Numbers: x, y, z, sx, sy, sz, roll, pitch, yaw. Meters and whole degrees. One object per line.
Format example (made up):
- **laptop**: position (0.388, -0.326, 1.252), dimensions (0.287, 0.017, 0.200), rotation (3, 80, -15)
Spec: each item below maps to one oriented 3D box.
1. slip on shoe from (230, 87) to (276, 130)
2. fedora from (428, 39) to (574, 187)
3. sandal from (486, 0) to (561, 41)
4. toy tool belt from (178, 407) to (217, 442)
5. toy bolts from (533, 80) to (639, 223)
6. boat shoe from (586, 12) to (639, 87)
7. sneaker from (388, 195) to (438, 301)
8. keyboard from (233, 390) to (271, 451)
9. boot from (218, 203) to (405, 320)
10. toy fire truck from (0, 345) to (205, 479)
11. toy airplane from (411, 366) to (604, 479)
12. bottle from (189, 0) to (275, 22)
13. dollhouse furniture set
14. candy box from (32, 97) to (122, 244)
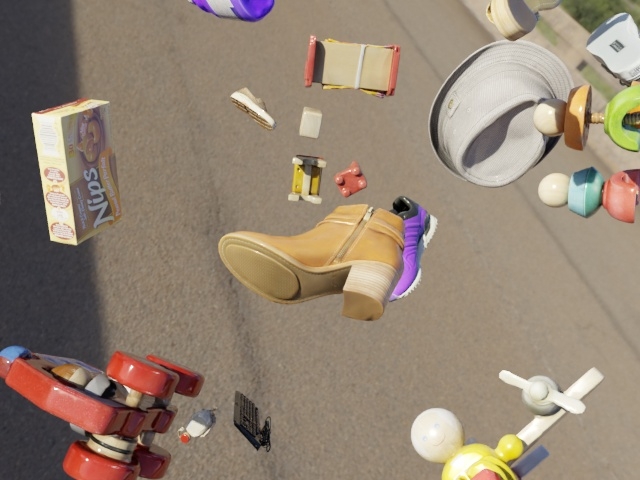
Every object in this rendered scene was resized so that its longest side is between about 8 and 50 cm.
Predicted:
- **slip on shoe**: position (-0.131, -0.274, 1.370), dimensions (0.135, 0.041, 0.051), rotation (38, -17, 35)
- **fedora**: position (0.321, -0.200, 1.168), dimensions (0.244, 0.275, 0.124), rotation (31, 31, -15)
- **sandal**: position (0.248, -0.312, 0.872), dimensions (0.088, 0.079, 0.240), rotation (53, 44, -14)
- **toy tool belt**: position (-0.242, 0.370, 1.334), dimensions (0.052, 0.083, 0.051), rotation (45, 19, 8)
- **toy bolts**: position (0.448, -0.153, 1.101), dimensions (0.159, 0.228, 0.218), rotation (6, 25, 29)
- **boat shoe**: position (0.675, -0.404, 1.450), dimensions (0.105, 0.113, 0.306), rotation (42, 24, -20)
- **sneaker**: position (0.176, 0.009, 1.581), dimensions (0.146, 0.102, 0.293), rotation (45, 47, -23)
- **keyboard**: position (-0.129, 0.354, 1.323), dimensions (0.100, 0.038, 0.192), rotation (50, 0, -9)
- **boot**: position (0.000, 0.000, 1.074), dimensions (0.284, 0.109, 0.220), rotation (14, 42, 9)
- **toy fire truck**: position (-0.333, 0.229, 0.972), dimensions (0.254, 0.169, 0.302), rotation (20, -10, 11)
- **toy airplane**: position (0.261, 0.377, 1.082), dimensions (0.272, 0.384, 0.386), rotation (46, 51, 7)
- **bottle**: position (-0.218, -0.565, 1.515), dimensions (0.283, 0.092, 0.118), rotation (27, -21, 49)
- **dollhouse furniture set**: position (0.049, -0.270, 1.515), dimensions (0.202, 0.373, 0.152), rotation (7, 14, -4)
- **candy box**: position (-0.583, -0.169, 1.613), dimensions (0.088, 0.316, 0.183), rotation (11, 25, 18)
